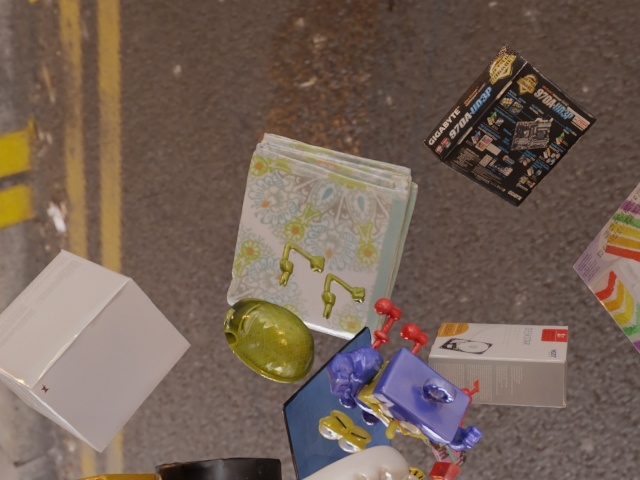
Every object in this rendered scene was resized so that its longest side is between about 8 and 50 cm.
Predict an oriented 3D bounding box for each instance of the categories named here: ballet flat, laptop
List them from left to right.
[{"bbox_3d":[0.145,0.381,1.671,0.408,0.382,0.236,28,112,13],"label":"laptop"},{"bbox_3d":[0.246,0.398,2.211,0.221,0.077,0.079,-119,6,-73],"label":"ballet flat"}]

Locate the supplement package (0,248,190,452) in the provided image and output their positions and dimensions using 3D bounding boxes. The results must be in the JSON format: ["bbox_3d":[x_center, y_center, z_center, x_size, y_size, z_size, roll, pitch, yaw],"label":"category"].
[{"bbox_3d":[-0.329,0.146,1.460,0.203,0.194,0.149,16,150,49],"label":"supplement package"}]

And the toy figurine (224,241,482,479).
[{"bbox_3d":[0.087,0.148,1.268,0.362,0.191,0.217,40,158,-13],"label":"toy figurine"}]

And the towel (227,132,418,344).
[{"bbox_3d":[0.000,0.000,2.078,0.320,0.090,0.374,16,113,11],"label":"towel"}]

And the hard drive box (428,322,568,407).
[{"bbox_3d":[0.318,0.216,1.885,0.232,0.181,0.089,1,105,13],"label":"hard drive box"}]

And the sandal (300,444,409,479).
[{"bbox_3d":[-0.094,0.311,1.185,0.102,0.416,0.169,55,143,36],"label":"sandal"}]

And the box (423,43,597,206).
[{"bbox_3d":[0.268,-0.153,1.492,0.175,0.220,0.051,-50,50,15],"label":"box"}]

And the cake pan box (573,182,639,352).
[{"bbox_3d":[0.571,0.055,1.783,0.246,0.070,0.267,55,147,21],"label":"cake pan box"}]

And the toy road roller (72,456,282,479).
[{"bbox_3d":[-0.085,0.291,0.864,0.329,0.240,0.202,-19,69,39],"label":"toy road roller"}]
